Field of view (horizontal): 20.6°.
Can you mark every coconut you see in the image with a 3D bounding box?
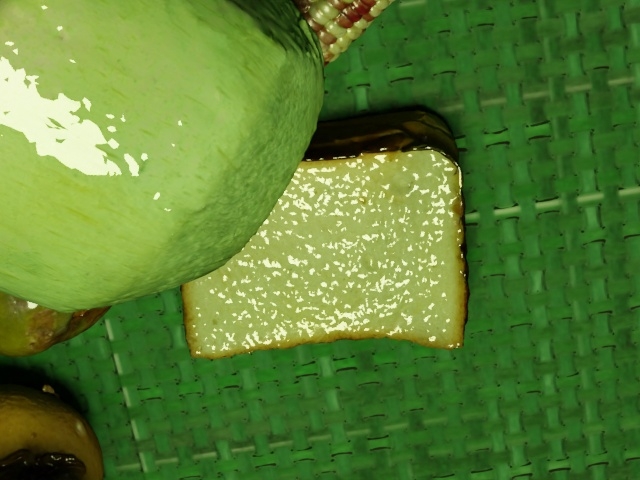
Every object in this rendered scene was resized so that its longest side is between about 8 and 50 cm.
[{"bbox_3d":[-0.174,-0.108,1.092,0.328,0.328,0.281,29,93,-15],"label":"coconut"}]

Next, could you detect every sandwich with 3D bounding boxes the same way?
[{"bbox_3d":[0.000,0.000,1.295,0.214,0.065,0.186,-5,117,2],"label":"sandwich"}]

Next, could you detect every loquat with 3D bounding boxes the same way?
[{"bbox_3d":[-0.235,0.177,1.344,0.141,0.141,0.141,-1,117,-1],"label":"loquat"}]

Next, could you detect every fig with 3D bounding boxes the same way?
[{"bbox_3d":[-0.237,0.010,1.282,0.185,0.133,0.127,24,141,29],"label":"fig"}]

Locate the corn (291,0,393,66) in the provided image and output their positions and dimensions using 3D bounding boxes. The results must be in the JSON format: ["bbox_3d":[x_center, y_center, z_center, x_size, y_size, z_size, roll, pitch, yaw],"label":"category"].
[{"bbox_3d":[0.040,-0.212,1.177,0.086,0.086,0.253,38,108,-19],"label":"corn"}]
